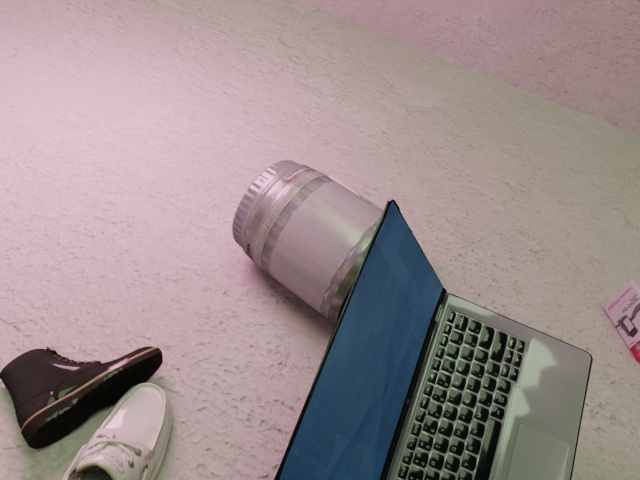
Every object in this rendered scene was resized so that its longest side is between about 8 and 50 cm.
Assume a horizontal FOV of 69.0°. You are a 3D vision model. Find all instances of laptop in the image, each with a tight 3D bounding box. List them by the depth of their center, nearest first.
[{"bbox_3d":[0.189,0.227,0.599,0.407,0.236,0.382,23,68,4],"label":"laptop"}]

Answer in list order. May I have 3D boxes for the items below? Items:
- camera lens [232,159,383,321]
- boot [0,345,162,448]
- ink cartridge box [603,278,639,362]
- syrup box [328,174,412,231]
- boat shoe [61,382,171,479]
[{"bbox_3d":[0.000,0.000,0.880,0.274,0.220,0.219,35,45,18],"label":"camera lens"},{"bbox_3d":[-0.350,0.183,0.682,0.137,0.077,0.197,38,44,27],"label":"boot"},{"bbox_3d":[0.714,0.175,1.026,0.063,0.109,0.151,3,44,-11],"label":"ink cartridge box"},{"bbox_3d":[0.072,-0.036,1.035,0.236,0.096,0.093,36,43,19],"label":"syrup box"},{"bbox_3d":[-0.261,0.290,0.578,0.098,0.096,0.277,16,42,-2],"label":"boat shoe"}]
